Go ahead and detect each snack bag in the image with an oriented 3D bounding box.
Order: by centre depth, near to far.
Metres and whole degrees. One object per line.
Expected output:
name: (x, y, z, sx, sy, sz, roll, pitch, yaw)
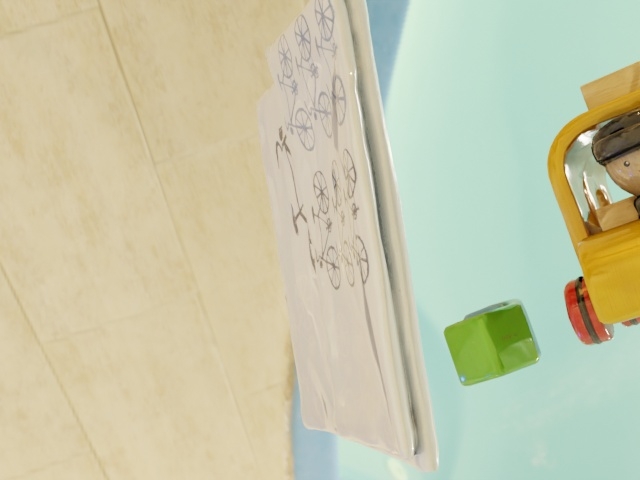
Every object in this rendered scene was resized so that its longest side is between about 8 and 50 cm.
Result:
snack bag: (0.000, 0.000, 0.848, 0.037, 0.342, 0.323, -9, 88, -14)

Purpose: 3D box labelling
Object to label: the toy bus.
toy bus: (0.147, -0.023, 0.463, 0.191, 0.104, 0.202, -16, 171, -24)
